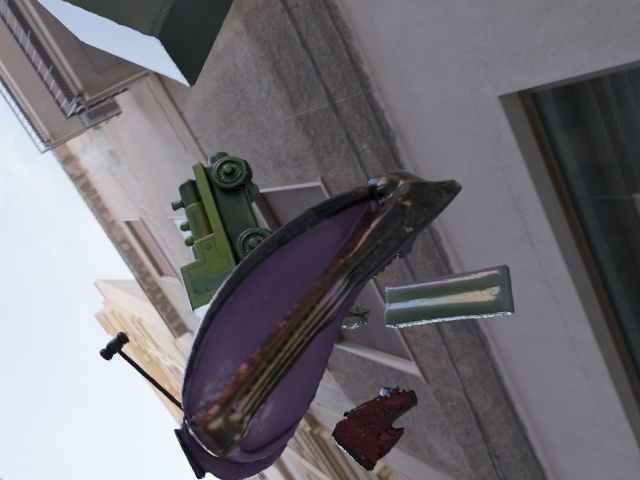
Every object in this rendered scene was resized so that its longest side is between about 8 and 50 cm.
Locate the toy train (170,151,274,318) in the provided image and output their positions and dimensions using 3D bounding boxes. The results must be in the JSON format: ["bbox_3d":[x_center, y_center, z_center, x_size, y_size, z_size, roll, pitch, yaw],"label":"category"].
[{"bbox_3d":[-0.230,-0.027,1.326,0.237,0.150,0.369,-22,-111,0],"label":"toy train"}]

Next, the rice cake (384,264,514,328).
[{"bbox_3d":[0.207,0.096,0.957,0.042,0.221,0.080,23,-120,-52],"label":"rice cake"}]

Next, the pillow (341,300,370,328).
[{"bbox_3d":[0.011,0.136,1.221,0.134,0.181,0.078,19,-92,-54],"label":"pillow"}]

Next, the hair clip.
[{"bbox_3d":[0.002,0.040,0.499,0.358,0.095,0.110,-44,-38,-29],"label":"hair clip"}]

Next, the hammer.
[{"bbox_3d":[-0.317,0.299,1.154,0.058,0.029,0.292,-45,-72,-9],"label":"hammer"}]

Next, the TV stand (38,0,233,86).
[{"bbox_3d":[-0.070,-0.243,0.354,0.088,0.083,0.270,24,-93,5],"label":"TV stand"}]

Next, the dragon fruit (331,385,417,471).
[{"bbox_3d":[0.115,0.365,1.170,0.192,0.122,0.092,-33,-59,-6],"label":"dragon fruit"}]
